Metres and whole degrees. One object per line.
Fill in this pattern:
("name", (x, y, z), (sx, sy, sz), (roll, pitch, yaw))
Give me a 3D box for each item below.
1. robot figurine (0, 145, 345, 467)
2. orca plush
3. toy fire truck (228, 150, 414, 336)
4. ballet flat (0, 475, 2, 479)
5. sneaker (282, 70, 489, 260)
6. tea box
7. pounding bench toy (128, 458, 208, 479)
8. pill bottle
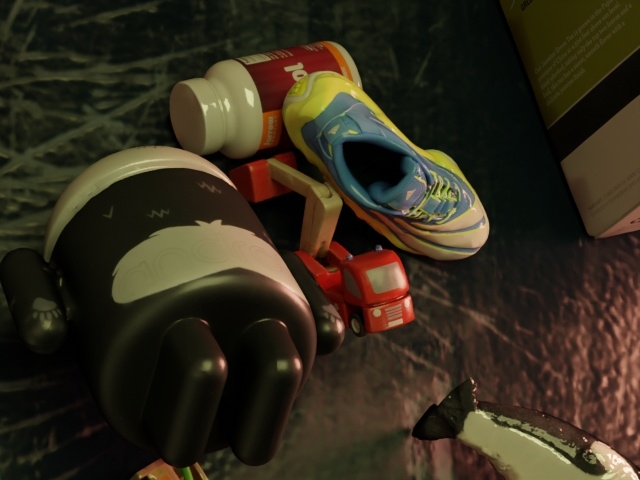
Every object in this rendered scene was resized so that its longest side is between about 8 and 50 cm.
("robot figurine", (-0.107, 0.050, 1.347), (0.209, 0.173, 0.278), (46, 8, -41))
("orca plush", (0.208, 0.218, 1.525), (0.287, 0.102, 0.151), (26, 103, 0))
("toy fire truck", (0.000, 0.000, 1.478), (0.047, 0.192, 0.135), (-17, 103, -29))
("ballet flat", (-0.279, 0.131, 1.333), (0.086, 0.086, 0.248), (-2, 66, -25))
("sneaker", (0.065, -0.037, 1.501), (0.240, 0.091, 0.126), (36, 13, -31))
("tea box", (0.380, -0.206, 1.700), (0.329, 0.220, 0.323), (-8, 72, -28))
("pounding bench toy", (-0.105, 0.193, 1.370), (0.052, 0.083, 0.065), (-29, 81, -32))
("pill bottle", (-0.047, -0.117, 1.541), (0.152, 0.086, 0.086), (-15, 74, -29))
